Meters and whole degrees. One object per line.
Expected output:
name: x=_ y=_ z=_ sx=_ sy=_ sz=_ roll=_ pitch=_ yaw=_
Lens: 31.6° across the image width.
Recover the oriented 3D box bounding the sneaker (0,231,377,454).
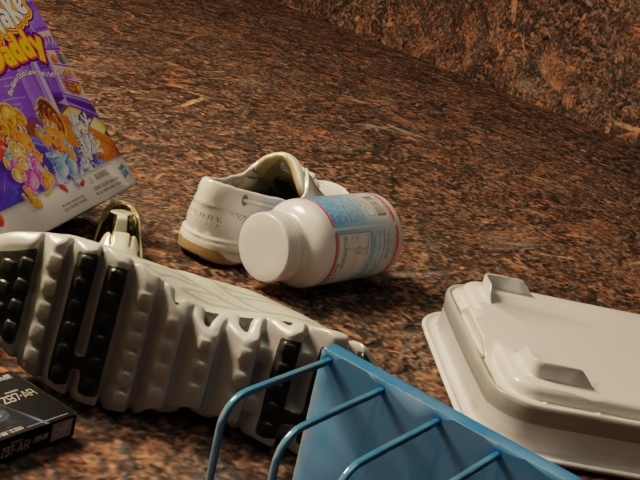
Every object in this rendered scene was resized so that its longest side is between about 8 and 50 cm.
sneaker: x=-0.103 y=0.067 z=0.811 sx=0.292 sy=0.110 sz=0.118 roll=21 pitch=10 yaw=-6

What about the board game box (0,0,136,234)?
board game box: x=-0.305 y=-0.096 z=0.937 sx=0.078 sy=0.233 sz=0.347 roll=-27 pitch=7 yaw=19

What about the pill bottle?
pill bottle: x=0.000 y=0.000 z=1.096 sx=0.087 sy=0.087 sz=0.160 roll=28 pitch=23 yaw=37

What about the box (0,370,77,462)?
box: x=-0.206 y=0.112 z=0.709 sx=0.067 sy=0.018 sz=0.083 roll=25 pitch=21 yaw=30

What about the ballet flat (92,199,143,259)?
ballet flat: x=-0.182 y=0.007 z=0.991 sx=0.057 sy=0.052 sz=0.168 roll=10 pitch=19 yaw=-15

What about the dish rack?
dish rack: x=0.269 y=0.116 z=0.989 sx=0.333 sy=0.072 sz=0.285 roll=11 pitch=19 yaw=-8

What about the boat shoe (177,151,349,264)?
boat shoe: x=-0.039 y=-0.045 z=1.184 sx=0.098 sy=0.096 sz=0.277 roll=22 pitch=19 yaw=23

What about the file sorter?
file sorter: x=0.030 y=0.155 z=0.610 sx=0.170 sy=0.118 sz=0.104 roll=26 pitch=25 yaw=32
